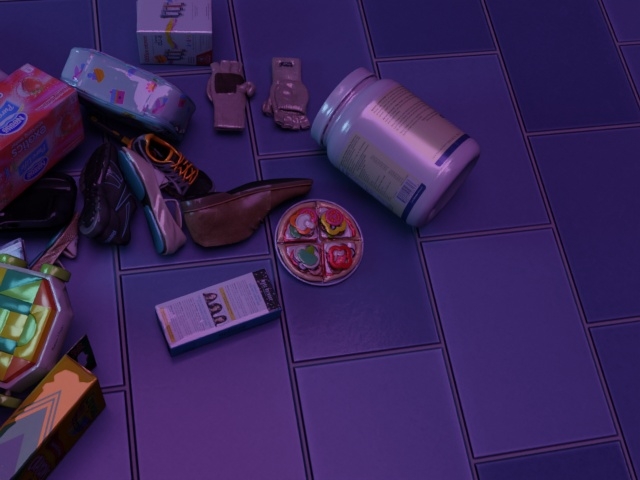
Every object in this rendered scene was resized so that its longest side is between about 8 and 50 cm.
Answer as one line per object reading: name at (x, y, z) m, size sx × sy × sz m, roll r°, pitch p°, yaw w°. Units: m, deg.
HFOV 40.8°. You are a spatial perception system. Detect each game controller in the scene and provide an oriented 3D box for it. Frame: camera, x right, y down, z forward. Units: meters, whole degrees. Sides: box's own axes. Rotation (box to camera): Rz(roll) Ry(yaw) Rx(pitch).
game controller at (-0.676, -0.078, 1.801) m, size 0.319 × 0.067 × 0.166 m, roll -2°, pitch 51°, yaw -4°

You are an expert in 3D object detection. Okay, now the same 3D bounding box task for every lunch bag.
lunch bag at (-0.414, -0.310, 1.889) m, size 0.279 × 0.224 × 0.108 m, roll 23°, pitch 84°, yaw 2°

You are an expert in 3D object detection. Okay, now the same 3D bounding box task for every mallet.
mallet at (-0.436, -0.214, 1.906) m, size 0.189 × 0.039 × 0.062 m, roll 26°, pitch 63°, yaw -19°

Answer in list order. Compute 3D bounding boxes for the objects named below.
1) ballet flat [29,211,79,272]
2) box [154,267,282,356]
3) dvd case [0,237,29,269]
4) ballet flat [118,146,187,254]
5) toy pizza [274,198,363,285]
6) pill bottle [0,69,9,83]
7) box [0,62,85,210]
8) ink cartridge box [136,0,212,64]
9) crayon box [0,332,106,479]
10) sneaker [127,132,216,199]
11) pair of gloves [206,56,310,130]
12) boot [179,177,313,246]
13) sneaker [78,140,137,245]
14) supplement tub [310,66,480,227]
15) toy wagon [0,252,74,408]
ballet flat at (-0.552, 0.032, 1.798) m, size 0.067 × 0.073 × 0.206 m, roll 41°, pitch 66°, yaw -19°
box at (-0.211, 0.148, 1.785) m, size 0.244 × 0.060 × 0.101 m, roll -18°, pitch 69°, yaw -16°
dvd case at (-0.647, 0.123, 1.720) m, size 0.164 × 0.018 × 0.221 m, roll -22°, pitch 67°, yaw 11°
ballet flat at (-0.352, -0.091, 1.840) m, size 0.086 × 0.086 × 0.248 m, roll -22°, pitch 93°, yaw -17°
toy pizza at (0.000, 0.000, 1.887) m, size 0.201 × 0.032 × 0.201 m, roll 4°, pitch 71°, yaw -12°
pill bottle at (-0.870, -0.357, 1.836) m, size 0.407 × 0.229 × 0.229 m, roll 34°, pitch 65°, yaw 9°
box at (-0.641, -0.202, 1.763) m, size 0.142 × 0.154 × 0.300 m, roll 29°, pitch 54°, yaw 16°
ink cartridge box at (-0.344, -0.502, 2.036) m, size 0.176 × 0.128 × 0.127 m, roll 0°, pitch 65°, yaw -7°
crayon box at (-0.498, 0.339, 1.574) m, size 0.081 × 0.202 × 0.318 m, roll 34°, pitch 65°, yaw 8°
sneaker at (-0.319, -0.159, 1.881) m, size 0.215 × 0.083 × 0.084 m, roll 32°, pitch 62°, yaw -19°
pair of gloves at (-0.149, -0.343, 2.039) m, size 0.240 × 0.042 × 0.204 m, roll -6°, pitch 62°, yaw -13°
boot at (-0.152, -0.069, 1.895) m, size 0.305 × 0.112 × 0.115 m, roll -17°, pitch 99°, yaw -21°
sneaker at (-0.458, -0.097, 1.860) m, size 0.106 × 0.101 × 0.267 m, roll 29°, pitch 41°, yaw -38°
supplement tub at (0.164, -0.209, 1.912) m, size 0.325 × 0.235 × 0.235 m, roll 39°, pitch 66°, yaw 11°
toy wagon at (-0.619, 0.157, 1.629) m, size 0.344 × 0.068 × 0.267 m, roll 11°, pitch 75°, yaw 29°
